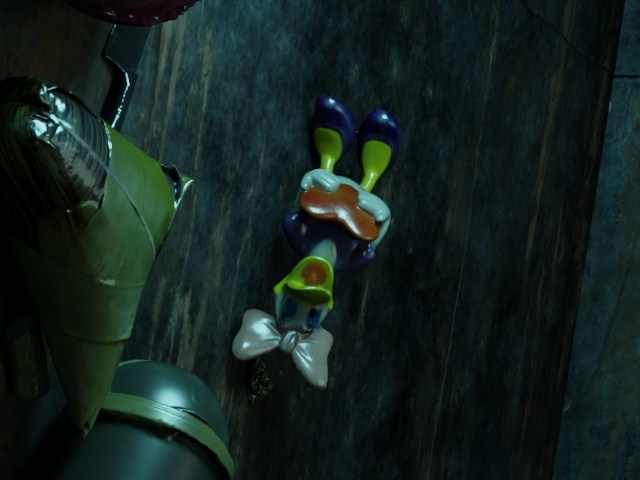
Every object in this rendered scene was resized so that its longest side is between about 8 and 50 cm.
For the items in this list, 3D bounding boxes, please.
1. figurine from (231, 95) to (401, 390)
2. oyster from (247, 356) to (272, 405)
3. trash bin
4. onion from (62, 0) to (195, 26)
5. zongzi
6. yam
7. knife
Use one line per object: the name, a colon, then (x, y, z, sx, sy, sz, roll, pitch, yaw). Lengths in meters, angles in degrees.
figurine: (0.003, -0.006, 2.186, 0.193, 0.154, 0.421, 121, -11, -54)
oyster: (-0.086, 0.198, 2.191, 0.054, 0.019, 0.083, -53, 141, -44)
trash bin: (-0.217, 0.283, 1.730, 0.214, 0.214, 0.334, 68, 35, -45)
onion: (-0.174, -0.397, 1.584, 0.358, 0.345, 0.358, -38, 143, -37)
zongzi: (-0.276, 0.020, 1.596, 0.289, 0.154, 0.318, 38, 55, -56)
yam: (-0.321, 0.127, 1.681, 0.043, 0.043, 0.094, -42, 133, -52)
knife: (-0.227, -0.227, 1.798, 0.060, 0.028, 0.230, 37, 61, -47)
